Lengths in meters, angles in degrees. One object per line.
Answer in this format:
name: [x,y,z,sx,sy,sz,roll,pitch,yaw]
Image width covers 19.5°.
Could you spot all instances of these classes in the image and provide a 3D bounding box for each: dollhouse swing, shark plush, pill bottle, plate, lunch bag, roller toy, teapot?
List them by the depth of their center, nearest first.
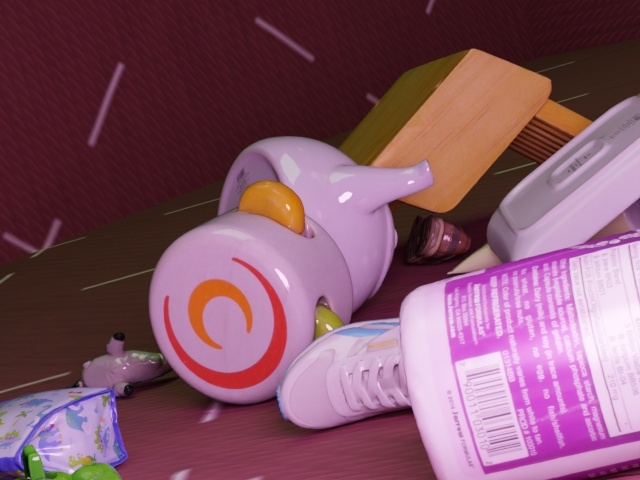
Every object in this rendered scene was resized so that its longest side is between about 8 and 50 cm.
pill bottle: [0.221,0.080,1.347,0.301,0.169,0.169,-15,9,12]
lunch bag: [-0.284,0.201,1.801,0.129,0.096,0.151,-10,1,35]
roller toy: [-0.070,0.060,1.937,0.191,0.209,0.146,-28,1,30]
plate: [0.297,-0.072,2.058,0.278,0.045,0.277,-39,9,6]
teapot: [0.000,0.000,2.176,0.187,0.253,0.256,1,15,-28]
shark plush: [-0.242,0.167,2.180,0.067,0.073,0.161,2,-30,-47]
dollhouse swing: [0.206,-0.074,2.426,0.315,0.305,0.347,-50,10,-8]

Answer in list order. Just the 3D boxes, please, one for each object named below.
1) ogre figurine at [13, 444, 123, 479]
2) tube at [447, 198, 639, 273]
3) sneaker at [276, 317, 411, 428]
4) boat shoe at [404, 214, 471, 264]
ogre figurine: [-0.223,0.226,1.533,0.197,0.097,0.118,-29,22,-8]
tube: [0.268,-0.004,2.187,0.240,0.062,0.070,-17,-31,34]
sneaker: [0.069,0.116,1.695,0.228,0.087,0.092,-19,11,1]
boat shoe: [0.147,0.004,2.366,0.060,0.064,0.178,15,-4,-8]
